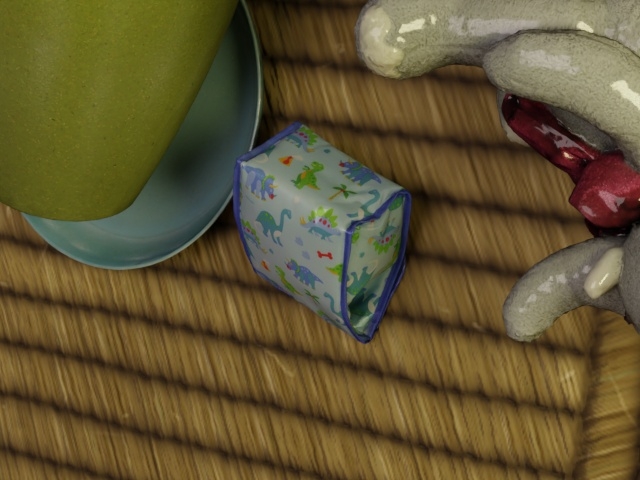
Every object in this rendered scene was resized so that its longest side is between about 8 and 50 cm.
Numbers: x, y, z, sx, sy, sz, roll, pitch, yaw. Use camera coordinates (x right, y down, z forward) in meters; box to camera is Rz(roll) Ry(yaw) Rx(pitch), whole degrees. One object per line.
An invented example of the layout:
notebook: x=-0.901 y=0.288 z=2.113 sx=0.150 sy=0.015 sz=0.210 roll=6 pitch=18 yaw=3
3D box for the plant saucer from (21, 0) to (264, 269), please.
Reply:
plant saucer: x=-0.171 y=-0.133 z=1.568 sx=0.317 sy=0.043 sz=0.318 roll=1 pitch=92 yaw=35

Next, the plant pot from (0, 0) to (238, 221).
plant pot: x=-0.198 y=-0.175 z=1.428 sx=0.274 sy=0.274 sz=0.294 roll=31 pitch=123 yaw=29

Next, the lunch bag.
lunch bag: x=0.000 y=0.000 z=1.427 sx=0.129 sy=0.096 sz=0.151 roll=34 pitch=138 yaw=29

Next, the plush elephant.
plush elephant: x=0.215 y=-0.031 z=1.170 sx=0.330 sy=0.272 sz=0.256 roll=-2 pitch=80 yaw=25
